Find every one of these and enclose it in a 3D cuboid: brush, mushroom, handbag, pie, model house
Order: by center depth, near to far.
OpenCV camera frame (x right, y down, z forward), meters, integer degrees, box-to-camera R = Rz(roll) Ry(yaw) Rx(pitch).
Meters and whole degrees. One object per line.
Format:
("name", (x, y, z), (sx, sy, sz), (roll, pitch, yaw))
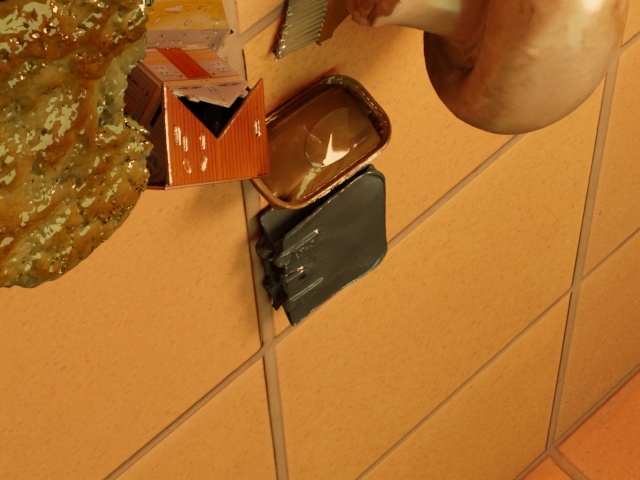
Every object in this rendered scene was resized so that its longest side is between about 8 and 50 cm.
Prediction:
("pie", (-0.247, -0.087, 1.656), (0.296, 0.078, 0.371), (-33, 151, -33))
("model house", (-0.139, -0.114, 1.884), (0.219, 0.136, 0.207), (-10, 138, -55))
("mushroom", (0.165, -0.260, 2.068), (0.290, 0.297, 0.297), (2, 135, -18))
("brush", (0.067, -0.277, 2.144), (0.314, 0.017, 0.090), (-29, 150, -40))
("handbag", (0.000, 0.000, 2.399), (0.179, 0.062, 0.229), (-40, 155, -19))

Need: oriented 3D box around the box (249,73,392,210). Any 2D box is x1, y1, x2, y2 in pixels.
("box", (-0.009, -0.105, 2.174), (0.177, 0.111, 0.111), (-37, 155, -25))
